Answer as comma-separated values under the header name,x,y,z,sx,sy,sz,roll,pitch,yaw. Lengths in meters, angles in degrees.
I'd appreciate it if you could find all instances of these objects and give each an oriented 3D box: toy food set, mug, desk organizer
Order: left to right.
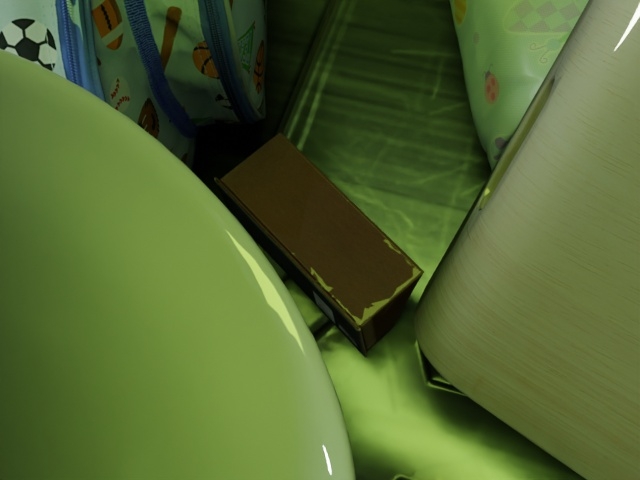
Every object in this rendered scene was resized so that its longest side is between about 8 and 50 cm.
name,x,y,z,sx,sy,sz,roll,pitch,yaw
mug,-0.228,0.089,0.360,0.328,0.276,0.374,-39,102,26
desk organizer,0.000,0.000,0.534,0.050,0.047,0.130,-40,67,-11
toy food set,0.213,0.031,0.404,0.306,0.092,0.219,34,118,14

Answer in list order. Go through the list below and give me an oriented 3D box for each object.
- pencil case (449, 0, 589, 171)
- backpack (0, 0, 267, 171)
name,x,y,z,sx,sy,sz,roll,pitch,yaw
pencil case,0.139,-0.163,0.544,0.124,0.113,0.273,-3,66,-12
backpack,-0.133,-0.136,0.515,0.213,0.276,0.263,1,80,11
